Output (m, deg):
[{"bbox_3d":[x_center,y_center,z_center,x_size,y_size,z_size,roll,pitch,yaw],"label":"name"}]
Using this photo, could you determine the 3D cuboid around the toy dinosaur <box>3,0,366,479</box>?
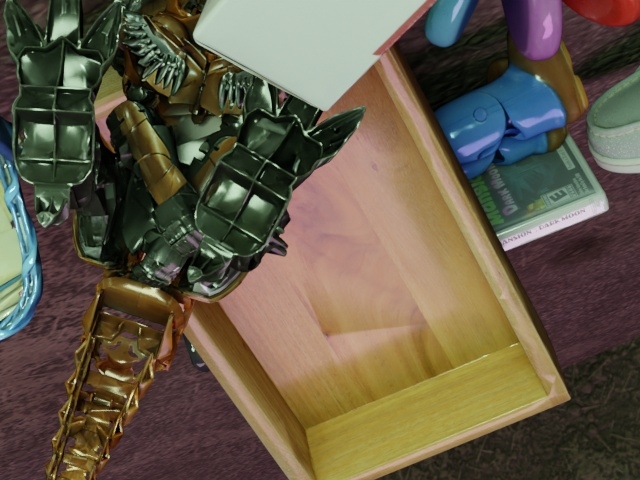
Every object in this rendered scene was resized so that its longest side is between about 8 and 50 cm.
[{"bbox_3d":[-0.065,-0.026,1.003,0.164,0.322,0.218,-3,166,-3],"label":"toy dinosaur"}]

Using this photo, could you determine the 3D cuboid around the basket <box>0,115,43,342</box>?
[{"bbox_3d":[-0.260,-0.007,1.015,0.254,0.201,0.289,-22,175,4],"label":"basket"}]

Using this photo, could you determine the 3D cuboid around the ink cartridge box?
[{"bbox_3d":[0.024,-0.166,0.877,0.072,0.175,0.127,28,148,-13],"label":"ink cartridge box"}]

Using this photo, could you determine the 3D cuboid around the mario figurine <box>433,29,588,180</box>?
[{"bbox_3d":[0.022,-0.072,1.433,0.320,0.170,0.198,-28,134,-16],"label":"mario figurine"}]

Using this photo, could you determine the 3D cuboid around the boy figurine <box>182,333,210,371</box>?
[{"bbox_3d":[0.016,0.033,1.799,0.285,0.092,0.177,-21,164,12],"label":"boy figurine"}]

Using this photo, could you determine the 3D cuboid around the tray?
[{"bbox_3d":[0.000,0.000,1.284,0.202,0.076,0.411,-23,134,9],"label":"tray"}]

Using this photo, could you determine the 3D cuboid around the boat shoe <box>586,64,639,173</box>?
[{"bbox_3d":[0.340,-0.156,1.555,0.320,0.103,0.118,-25,-149,27],"label":"boat shoe"}]

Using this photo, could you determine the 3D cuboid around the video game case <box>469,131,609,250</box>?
[{"bbox_3d":[0.113,-0.044,1.528,0.173,0.190,0.022,-22,122,2],"label":"video game case"}]

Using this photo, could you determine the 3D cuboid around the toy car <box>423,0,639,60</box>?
[{"bbox_3d":[0.115,-0.166,1.094,0.182,0.136,0.159,-19,166,-7],"label":"toy car"}]
